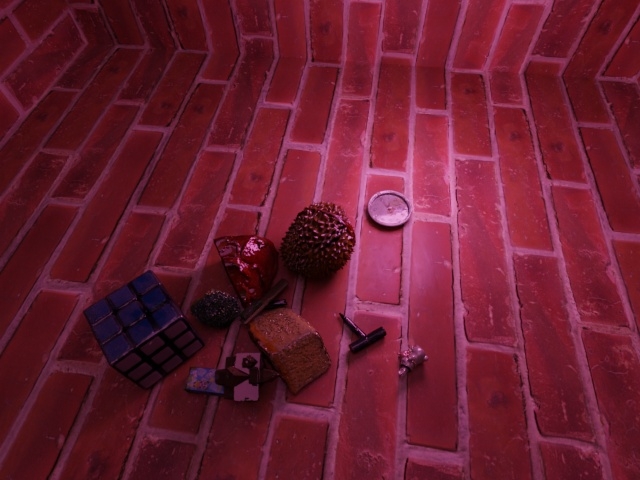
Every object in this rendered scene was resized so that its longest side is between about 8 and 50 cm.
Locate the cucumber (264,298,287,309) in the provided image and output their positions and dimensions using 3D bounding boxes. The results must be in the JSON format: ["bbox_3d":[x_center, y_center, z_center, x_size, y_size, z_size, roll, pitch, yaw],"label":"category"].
[{"bbox_3d":[-0.218,0.293,1.823,0.135,0.034,0.033,-14,89,12],"label":"cucumber"}]

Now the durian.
[{"bbox_3d":[-0.005,-0.002,1.880,0.348,0.348,0.384,23,91,15],"label":"durian"}]

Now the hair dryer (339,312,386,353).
[{"bbox_3d":[0.169,0.380,1.773,0.173,0.050,0.194,-23,56,-17],"label":"hair dryer"}]

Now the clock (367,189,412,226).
[{"bbox_3d":[0.365,-0.162,2.121,0.237,0.053,0.236,-2,57,3],"label":"clock"}]

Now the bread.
[{"bbox_3d":[-0.144,0.459,1.713,0.249,0.278,0.315,-31,18,-19],"label":"bread"}]

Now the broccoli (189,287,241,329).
[{"bbox_3d":[-0.468,0.290,1.786,0.220,0.194,0.194,2,54,-20],"label":"broccoli"}]

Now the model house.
[{"bbox_3d":[-0.264,0.519,1.534,0.248,0.176,0.180,-19,61,32],"label":"model house"}]

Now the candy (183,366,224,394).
[{"bbox_3d":[-0.446,0.580,1.638,0.195,0.062,0.097,5,55,5],"label":"candy"}]

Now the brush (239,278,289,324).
[{"bbox_3d":[-0.257,0.266,1.814,0.054,0.048,0.282,22,53,40],"label":"brush"}]

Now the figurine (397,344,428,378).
[{"bbox_3d":[0.367,0.507,1.676,0.146,0.081,0.098,-30,17,-12],"label":"figurine"}]

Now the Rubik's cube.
[{"bbox_3d":[-0.709,0.363,1.634,0.301,0.303,0.305,-35,56,-20],"label":"Rubik's cube"}]

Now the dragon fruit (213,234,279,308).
[{"bbox_3d":[-0.316,0.115,1.848,0.286,0.227,0.329,-14,55,-10],"label":"dragon fruit"}]
